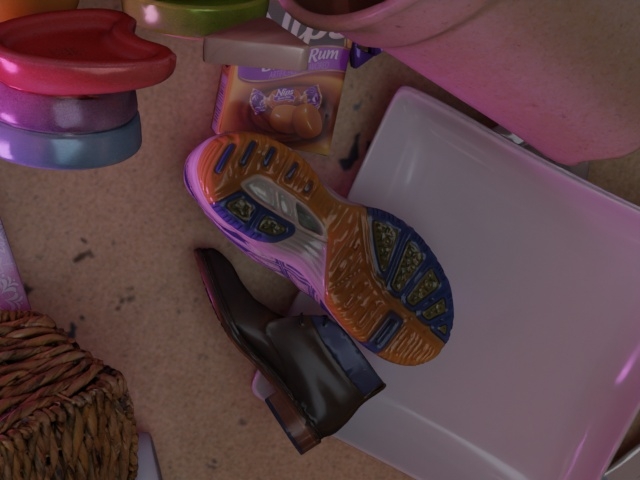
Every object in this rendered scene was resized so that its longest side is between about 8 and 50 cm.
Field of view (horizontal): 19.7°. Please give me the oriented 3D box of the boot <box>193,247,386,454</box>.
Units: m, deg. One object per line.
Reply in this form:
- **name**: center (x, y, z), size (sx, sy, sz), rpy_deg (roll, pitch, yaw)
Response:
- **boot**: center (-0.031, 0.083, 1.751), size (0.106, 0.082, 0.219), rpy_deg (-30, 91, -1)

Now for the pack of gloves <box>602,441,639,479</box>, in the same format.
- **pack of gloves**: center (0.258, 0.230, 1.916), size (0.232, 0.046, 0.195), rpy_deg (-34, 123, 0)

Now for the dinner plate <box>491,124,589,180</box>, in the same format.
- **dinner plate**: center (0.200, -0.058, 1.799), size (0.141, 0.017, 0.141), rpy_deg (-10, 124, -15)

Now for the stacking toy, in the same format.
- **stacking toy**: center (-0.169, -0.137, 1.558), size (0.280, 0.309, 0.130), rpy_deg (-2, 114, -16)

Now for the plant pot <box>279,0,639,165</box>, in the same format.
- **plant pot**: center (0.183, -0.234, 1.593), size (0.305, 0.334, 0.334), rpy_deg (38, 94, -31)

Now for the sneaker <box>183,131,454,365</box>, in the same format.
- **sneaker**: center (0.000, 0.000, 1.706), size (0.296, 0.131, 0.112), rpy_deg (43, 79, -16)

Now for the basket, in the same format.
- **basket**: center (-0.310, 0.201, 1.678), size (0.213, 0.223, 0.299), rpy_deg (-30, 141, -44)

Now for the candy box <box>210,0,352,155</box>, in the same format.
- **candy box**: center (-0.030, -0.180, 1.706), size (0.109, 0.053, 0.186), rpy_deg (8, 102, -15)

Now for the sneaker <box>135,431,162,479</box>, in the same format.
- **sneaker**: center (-0.191, 0.313, 1.789), size (0.091, 0.094, 0.258), rpy_deg (-3, 103, -7)

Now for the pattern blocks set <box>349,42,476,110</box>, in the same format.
- **pattern blocks set**: center (0.180, -0.221, 1.759), size (0.325, 0.026, 0.285), rpy_deg (-24, 111, -5)

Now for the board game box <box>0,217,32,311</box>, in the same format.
- **board game box**: center (-0.442, 0.012, 1.649), size (0.319, 0.066, 0.318), rpy_deg (-19, 110, -8)

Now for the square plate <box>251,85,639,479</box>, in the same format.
- **square plate**: center (0.156, 0.076, 1.762), size (0.344, 0.049, 0.347), rpy_deg (27, 107, 3)
